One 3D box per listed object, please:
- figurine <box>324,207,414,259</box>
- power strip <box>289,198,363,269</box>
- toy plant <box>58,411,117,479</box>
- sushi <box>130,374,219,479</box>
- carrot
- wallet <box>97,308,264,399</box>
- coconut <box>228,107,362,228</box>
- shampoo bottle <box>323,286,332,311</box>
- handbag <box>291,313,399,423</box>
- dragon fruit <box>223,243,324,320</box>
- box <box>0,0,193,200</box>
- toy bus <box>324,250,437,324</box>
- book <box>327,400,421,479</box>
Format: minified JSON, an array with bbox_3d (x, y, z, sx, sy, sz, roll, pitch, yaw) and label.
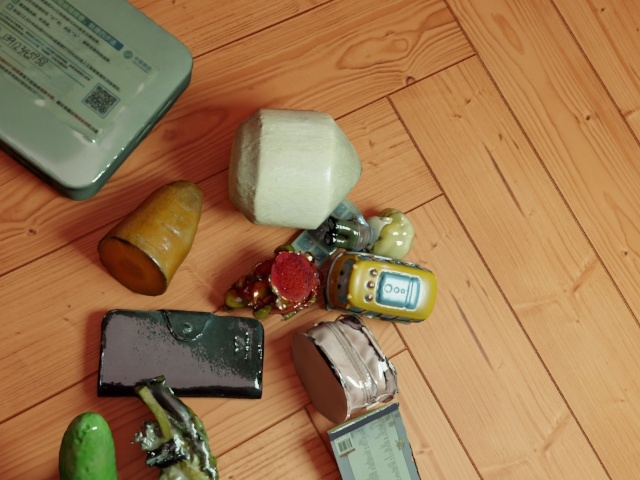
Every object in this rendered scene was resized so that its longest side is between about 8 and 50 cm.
[{"bbox_3d":[0.097,-0.011,1.954,0.196,0.108,0.114,2,104,-27],"label":"figurine"},{"bbox_3d":[0.000,0.000,1.983,0.080,0.029,0.227,43,71,0],"label":"power strip"},{"bbox_3d":[-0.351,0.486,1.650,0.356,0.317,0.210,49,30,2],"label":"toy plant"},{"bbox_3d":[-0.259,0.389,1.762,0.131,0.139,0.291,-28,85,-13],"label":"sushi"},{"bbox_3d":[-0.312,-0.026,1.865,0.159,0.159,0.225,32,60,-4],"label":"carrot"},{"bbox_3d":[-0.263,0.219,1.853,0.318,0.045,0.172,4,76,-14],"label":"wallet"},{"bbox_3d":[-0.048,-0.141,1.901,0.266,0.237,0.237,1,75,-6],"label":"coconut"},{"bbox_3d":[0.106,0.097,1.970,0.208,0.057,0.063,-11,89,-15],"label":"shampoo bottle"},{"bbox_3d":[0.043,0.244,1.853,0.116,0.179,0.205,-24,69,-27],"label":"handbag"},{"bbox_3d":[-0.097,0.093,1.885,0.208,0.150,0.133,-22,67,6],"label":"dragon fruit"},{"bbox_3d":[-0.505,-0.331,1.908,0.396,0.111,0.396,38,70,-2],"label":"box"},{"bbox_3d":[0.124,0.093,1.872,0.209,0.136,0.126,12,87,-17],"label":"toy bus"},{"bbox_3d":[0.112,0.442,1.858,0.157,0.026,0.231,-21,101,-21],"label":"book"}]
